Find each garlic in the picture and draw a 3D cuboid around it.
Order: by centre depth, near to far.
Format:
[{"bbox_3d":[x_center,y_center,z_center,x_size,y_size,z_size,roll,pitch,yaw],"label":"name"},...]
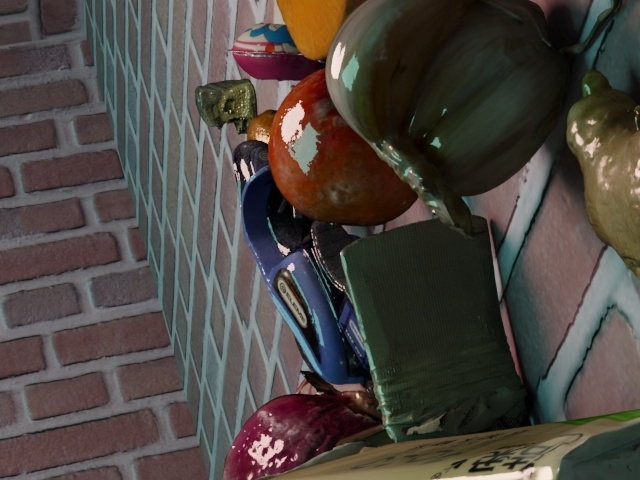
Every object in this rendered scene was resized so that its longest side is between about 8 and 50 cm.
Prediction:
[{"bbox_3d":[0.123,-0.100,1.145,0.256,0.207,0.207,0,101,52],"label":"garlic"}]

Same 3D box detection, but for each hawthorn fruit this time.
[{"bbox_3d":[0.029,-0.097,1.508,0.173,0.172,0.173,169,90,-76],"label":"hawthorn fruit"}]

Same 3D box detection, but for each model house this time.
[{"bbox_3d":[-0.141,-0.197,2.263,0.066,0.083,0.079,-124,28,-54],"label":"model house"}]

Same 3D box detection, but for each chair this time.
[{"bbox_3d":[0.104,0.155,1.418,0.186,0.160,0.319,133,122,-71],"label":"chair"}]

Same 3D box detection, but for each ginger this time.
[{"bbox_3d":[0.217,-0.036,1.004,0.213,0.074,0.137,-149,59,-66],"label":"ginger"}]

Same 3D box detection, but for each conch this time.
[{"bbox_3d":[-0.022,-0.123,1.850,0.232,0.086,0.080,2,144,46],"label":"conch"}]

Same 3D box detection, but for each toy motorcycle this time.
[{"bbox_3d":[0.000,0.000,1.714,0.358,0.125,0.213,59,154,25],"label":"toy motorcycle"}]

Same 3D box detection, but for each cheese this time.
[{"bbox_3d":[-0.009,-0.202,1.633,0.244,0.155,0.062,15,106,57],"label":"cheese"}]

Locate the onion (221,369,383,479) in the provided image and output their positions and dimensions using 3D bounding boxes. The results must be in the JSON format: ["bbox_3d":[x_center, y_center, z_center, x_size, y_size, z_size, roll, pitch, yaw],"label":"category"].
[{"bbox_3d":[0.012,0.331,1.553,0.159,0.267,0.349,-159,89,-76],"label":"onion"}]

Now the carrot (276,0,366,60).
[{"bbox_3d":[0.016,-0.307,1.486,0.307,0.100,0.258,-164,70,-71],"label":"carrot"}]

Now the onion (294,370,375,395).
[{"bbox_3d":[0.015,0.296,1.973,0.250,0.111,0.247,-152,54,-70],"label":"onion"}]

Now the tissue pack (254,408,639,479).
[{"bbox_3d":[0.127,0.307,1.109,0.405,0.205,0.332,-19,83,54],"label":"tissue pack"}]

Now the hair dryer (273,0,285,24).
[{"bbox_3d":[-0.031,-0.335,1.803,0.236,0.073,0.131,-105,13,-56],"label":"hair dryer"}]
